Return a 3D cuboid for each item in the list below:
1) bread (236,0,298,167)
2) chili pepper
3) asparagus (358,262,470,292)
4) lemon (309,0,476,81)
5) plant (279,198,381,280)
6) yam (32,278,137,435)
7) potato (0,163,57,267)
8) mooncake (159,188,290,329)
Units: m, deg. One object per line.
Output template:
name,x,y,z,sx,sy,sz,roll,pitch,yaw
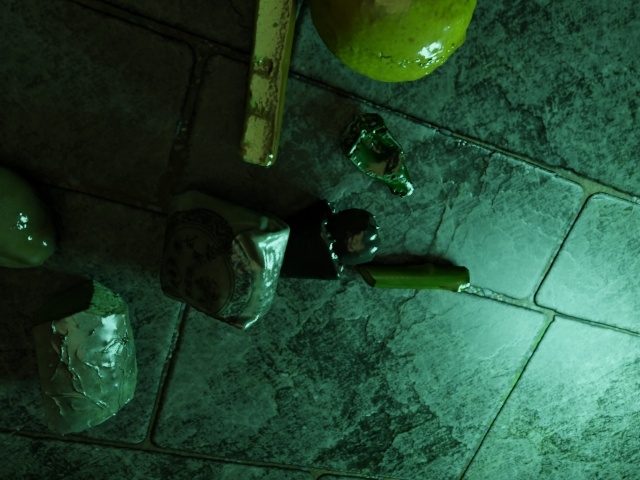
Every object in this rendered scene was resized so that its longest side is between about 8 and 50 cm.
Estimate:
bread,-0.098,-0.317,0.809,0.077,0.138,0.361,6,110,-10
chili pepper,0.127,-0.172,0.949,0.108,0.062,0.216,-35,113,12
asparagus,0.228,0.089,1.067,0.277,0.060,0.067,0,121,-9
lemon,0.115,-0.409,0.746,0.310,0.258,0.258,10,109,-20
plant,0.000,0.000,0.943,0.256,0.164,0.142,-12,113,8
yam,-0.498,0.234,0.940,0.201,0.202,0.271,-15,113,-27
potato,-0.603,-0.043,0.828,0.177,0.160,0.235,-5,135,33
mooncake,-0.202,0.042,0.886,0.250,0.136,0.254,20,113,25
